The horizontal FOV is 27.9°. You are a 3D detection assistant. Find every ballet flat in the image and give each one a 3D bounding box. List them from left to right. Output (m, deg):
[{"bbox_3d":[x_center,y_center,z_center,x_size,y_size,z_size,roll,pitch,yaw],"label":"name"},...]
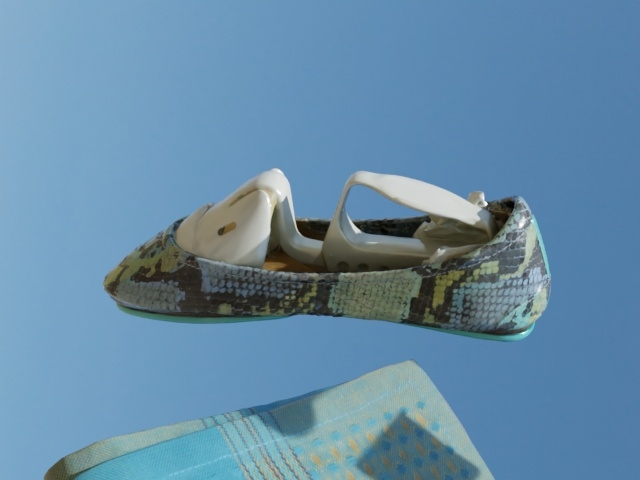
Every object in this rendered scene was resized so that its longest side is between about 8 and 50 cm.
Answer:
[{"bbox_3d":[0.000,0.000,0.532,0.070,0.188,0.070,2,90,-82],"label":"ballet flat"}]

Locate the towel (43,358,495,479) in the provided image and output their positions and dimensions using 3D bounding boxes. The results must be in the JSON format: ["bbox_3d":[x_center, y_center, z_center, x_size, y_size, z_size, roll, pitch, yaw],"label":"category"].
[{"bbox_3d":[0.054,0.233,0.603,0.040,0.271,0.370,-49,-117,35],"label":"towel"}]
